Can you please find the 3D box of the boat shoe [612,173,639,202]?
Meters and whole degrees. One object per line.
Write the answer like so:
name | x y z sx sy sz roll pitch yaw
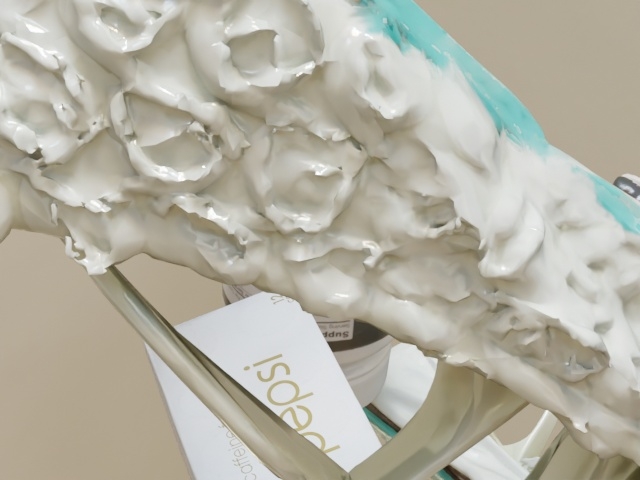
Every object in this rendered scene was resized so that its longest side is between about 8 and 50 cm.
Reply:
boat shoe | 0.439 0.030 1.856 0.158 0.340 0.127 34 -81 32

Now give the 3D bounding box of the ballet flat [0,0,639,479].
ballet flat | 0.060 0.035 0.468 0.409 0.147 0.147 33 -36 -21

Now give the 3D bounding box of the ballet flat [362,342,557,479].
ballet flat | 0.174 0.202 1.373 0.400 0.139 0.139 43 -31 41

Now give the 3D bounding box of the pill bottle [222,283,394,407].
pill bottle | 0.000 0.000 1.319 0.161 0.161 0.283 22 -49 23

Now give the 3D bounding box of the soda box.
soda box | -0.005 0.111 0.626 0.216 0.074 0.069 -120 -167 -53
